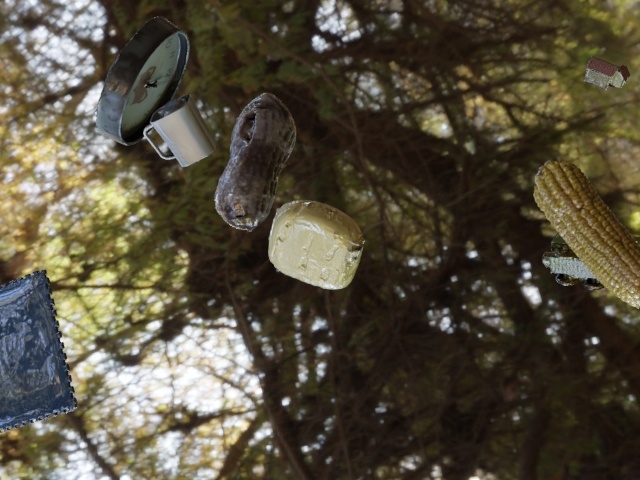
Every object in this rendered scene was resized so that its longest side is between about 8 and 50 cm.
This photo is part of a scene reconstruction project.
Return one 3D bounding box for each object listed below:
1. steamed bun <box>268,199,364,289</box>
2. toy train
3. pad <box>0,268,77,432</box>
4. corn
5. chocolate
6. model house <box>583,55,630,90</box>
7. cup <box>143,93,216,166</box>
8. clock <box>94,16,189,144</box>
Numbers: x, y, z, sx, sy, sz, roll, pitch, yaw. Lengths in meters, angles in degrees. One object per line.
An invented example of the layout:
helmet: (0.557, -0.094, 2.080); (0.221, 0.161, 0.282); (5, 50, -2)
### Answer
steamed bun: (0.000, 0.000, 2.120); (0.166, 0.273, 0.232); (-48, -27, -55)
toy train: (0.584, 0.037, 1.589); (0.137, 0.225, 0.090); (-42, -50, -41)
pad: (-0.577, 0.214, 1.417); (0.012, 0.269, 0.269); (3, -113, -65)
corn: (0.462, -0.012, 1.276); (0.101, 0.101, 0.291); (9, -139, -56)
chocolate: (-0.107, -0.129, 1.266); (0.110, 0.110, 0.248); (38, -119, -41)
model house: (0.616, -0.361, 1.636); (0.057, 0.083, 0.058); (-44, -27, -34)
cup: (-0.309, -0.232, 1.652); (0.129, 0.128, 0.095); (60, -170, -26)
clock: (-0.427, -0.382, 1.856); (0.067, 0.325, 0.325); (30, -144, 3)
